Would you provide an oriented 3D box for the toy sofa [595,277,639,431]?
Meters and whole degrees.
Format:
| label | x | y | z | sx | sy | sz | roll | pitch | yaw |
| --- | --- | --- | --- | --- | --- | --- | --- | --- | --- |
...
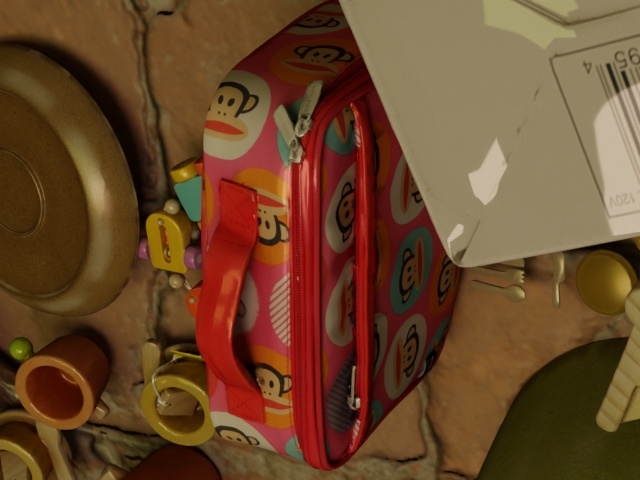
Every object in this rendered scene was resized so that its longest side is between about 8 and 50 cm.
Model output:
| label | x | y | z | sx | sy | sz | roll | pitch | yaw |
| --- | --- | --- | --- | --- | --- | --- | --- | --- | --- |
| toy sofa | 0.373 | 0.095 | 1.150 | 0.362 | 0.150 | 0.177 | 27 | 128 | 17 |

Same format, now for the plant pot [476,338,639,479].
| label | x | y | z | sx | sy | sz | roll | pitch | yaw |
| --- | --- | --- | --- | --- | --- | --- | --- | --- | --- |
| plant pot | 0.190 | 0.254 | 1.256 | 0.274 | 0.293 | 0.275 | 14 | 121 | 25 |

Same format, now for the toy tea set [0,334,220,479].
| label | x | y | z | sx | sy | sz | roll | pitch | yaw |
| --- | --- | --- | --- | --- | --- | --- | --- | --- | --- |
| toy tea set | -0.227 | 0.176 | 1.553 | 0.336 | 0.124 | 0.200 | 9 | 120 | 18 |

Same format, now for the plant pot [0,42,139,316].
| label | x | y | z | sx | sy | sz | roll | pitch | yaw |
| --- | --- | --- | --- | --- | --- | --- | --- | --- | --- |
| plant pot | -0.243 | -0.042 | 1.503 | 0.236 | 0.032 | 0.236 | 19 | 122 | 34 |

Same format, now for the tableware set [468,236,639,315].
| label | x | y | z | sx | sy | sz | roll | pitch | yaw |
| --- | --- | --- | --- | --- | --- | --- | --- | --- | --- |
| tableware set | 0.173 | -0.003 | 1.299 | 0.154 | 0.024 | 0.104 | 10 | 110 | 33 |

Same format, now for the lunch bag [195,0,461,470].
| label | x | y | z | sx | sy | sz | roll | pitch | yaw |
| --- | --- | --- | --- | --- | --- | --- | --- | --- | --- |
| lunch bag | 0.000 | 0.000 | 1.258 | 0.120 | 0.258 | 0.293 | 15 | 123 | 27 |

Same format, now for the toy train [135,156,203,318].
| label | x | y | z | sx | sy | sz | roll | pitch | yaw |
| --- | --- | --- | --- | --- | --- | --- | --- | --- | --- |
| toy train | -0.077 | 0.002 | 1.446 | 0.125 | 0.046 | 0.166 | 33 | 131 | 11 |

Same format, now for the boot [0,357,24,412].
| label | x | y | z | sx | sy | sz | roll | pitch | yaw |
| --- | --- | --- | --- | --- | --- | --- | --- | --- | --- |
| boot | -0.292 | 0.099 | 1.632 | 0.114 | 0.037 | 0.106 | 42 | 139 | 8 |

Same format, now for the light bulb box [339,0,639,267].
| label | x | y | z | sx | sy | sz | roll | pitch | yaw |
| --- | --- | --- | --- | --- | --- | --- | --- | --- | --- |
| light bulb box | 0.244 | -0.187 | 0.944 | 0.358 | 0.361 | 0.225 | -11 | 110 | 35 |
